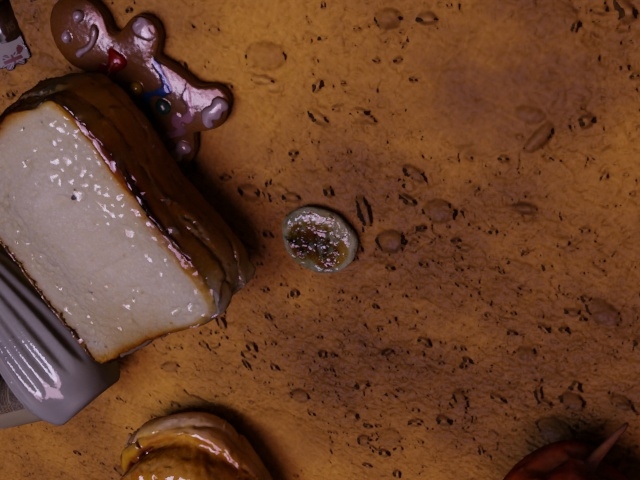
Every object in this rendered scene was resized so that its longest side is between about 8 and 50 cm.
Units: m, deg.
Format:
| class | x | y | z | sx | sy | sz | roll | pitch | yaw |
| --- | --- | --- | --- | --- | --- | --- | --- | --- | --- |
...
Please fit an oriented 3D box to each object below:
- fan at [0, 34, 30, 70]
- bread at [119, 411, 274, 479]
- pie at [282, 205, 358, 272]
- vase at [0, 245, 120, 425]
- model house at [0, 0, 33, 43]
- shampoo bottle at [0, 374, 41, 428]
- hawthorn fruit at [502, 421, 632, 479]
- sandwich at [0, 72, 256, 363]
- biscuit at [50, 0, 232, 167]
| class | x | y | z | sx | sy | sz | roll | pitch | yaw |
| --- | --- | --- | --- | --- | --- | --- | --- | --- | --- |
| fan | -0.345 | -0.222 | 0.924 | 0.056 | 0.004 | 0.083 | -13 | 115 | 30 |
| bread | -0.153 | 0.332 | 1.128 | 0.198 | 0.120 | 0.236 | -18 | 113 | 29 |
| pie | 0.000 | 0.000 | 0.912 | 0.085 | 0.017 | 0.085 | 11 | 125 | 16 |
| vase | -0.364 | 0.107 | 1.076 | 0.128 | 0.128 | 0.248 | -38 | 92 | 36 |
| model house | -0.332 | -0.294 | 0.749 | 0.224 | 0.198 | 0.215 | 1 | 127 | 23 |
| shampoo bottle | -0.424 | 0.218 | 1.197 | 0.162 | 0.079 | 0.079 | -18 | 113 | 31 |
| hawthorn fruit | 0.264 | 0.308 | 0.898 | 0.210 | 0.210 | 0.262 | 8 | 101 | 19 |
| sandwich | -0.241 | -0.022 | 0.940 | 0.271 | 0.099 | 0.301 | -23 | 109 | 38 |
| biscuit | -0.194 | -0.167 | 0.881 | 0.205 | 0.031 | 0.138 | 44 | 127 | -6 |
